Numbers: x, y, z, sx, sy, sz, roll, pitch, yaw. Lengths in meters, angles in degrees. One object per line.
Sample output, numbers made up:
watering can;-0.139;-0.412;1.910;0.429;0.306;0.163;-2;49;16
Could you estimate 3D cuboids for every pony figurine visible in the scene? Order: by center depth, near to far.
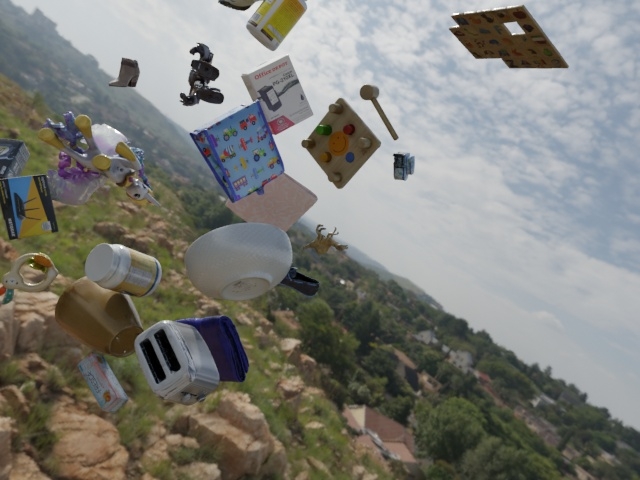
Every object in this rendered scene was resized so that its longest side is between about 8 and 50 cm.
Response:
pony figurine;-0.673;-0.233;1.466;0.351;0.302;0.363;26;-16;7

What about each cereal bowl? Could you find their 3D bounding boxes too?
cereal bowl;-0.246;0.094;1.529;0.339;0.339;0.141;32;36;-54

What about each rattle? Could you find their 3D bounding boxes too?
rattle;-0.921;0.125;1.501;0.143;0.200;0.130;22;-43;52

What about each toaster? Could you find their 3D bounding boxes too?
toaster;-0.347;0.282;1.167;0.226;0.129;0.146;58;0;23

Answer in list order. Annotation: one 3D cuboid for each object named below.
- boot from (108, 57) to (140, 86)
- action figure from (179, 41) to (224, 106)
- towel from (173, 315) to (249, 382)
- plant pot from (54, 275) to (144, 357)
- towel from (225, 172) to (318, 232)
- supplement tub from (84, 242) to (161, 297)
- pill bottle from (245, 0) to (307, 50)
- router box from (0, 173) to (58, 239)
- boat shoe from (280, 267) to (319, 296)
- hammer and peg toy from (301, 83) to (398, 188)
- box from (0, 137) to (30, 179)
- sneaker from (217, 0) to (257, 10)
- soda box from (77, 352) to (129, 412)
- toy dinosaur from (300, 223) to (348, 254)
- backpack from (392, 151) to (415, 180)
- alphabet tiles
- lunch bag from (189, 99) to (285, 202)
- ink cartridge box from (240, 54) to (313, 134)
boot;-0.601;-0.515;1.492;0.042;0.086;0.118;14;21;17
action figure;-0.348;-0.472;1.408;0.099;0.185;0.285;3;20;-24
towel;-0.374;0.363;1.646;0.308;0.227;0.076;-12;6;41
plant pot;-0.700;0.270;1.604;0.254;0.237;0.237;30;-1;35
towel;-0.231;-0.182;2.254;0.317;0.332;0.053;37;33;-17
supplement tub;-0.630;0.096;1.564;0.144;0.144;0.200;35;0;33
pill bottle;-0.122;-0.701;1.492;0.117;0.215;0.117;40;8;-6
router box;-0.878;-0.102;1.459;0.133;0.178;0.046;-15;14;-35
boat shoe;-0.120;0.147;2.114;0.259;0.089;0.109;24;34;-13
hammer and peg toy;0.111;-0.398;1.835;0.127;0.361;0.265;-12;61;-54
box;-1.141;-0.271;1.715;0.148;0.180;0.077;6;-35;-5
sneaker;-0.246;-0.799;1.565;0.085;0.086;0.237;2;6;-45
soda box;-0.654;0.426;1.464;0.183;0.058;0.063;45;-6;27
toy dinosaur;0.000;0.000;1.523;0.183;0.092;0.053;-3;-17;35
backpack;0.346;-0.305;2.020;0.084;0.114;0.105;10;17;21
alphabet tiles;0.400;-0.441;1.077;0.198;0.009;0.237;28;2;-34
lunch bag;-0.255;-0.282;1.633;0.138;0.221;0.293;11;-47;56
ink cartridge box;-0.157;-0.534;1.787;0.100;0.172;0.237;35;-27;61
